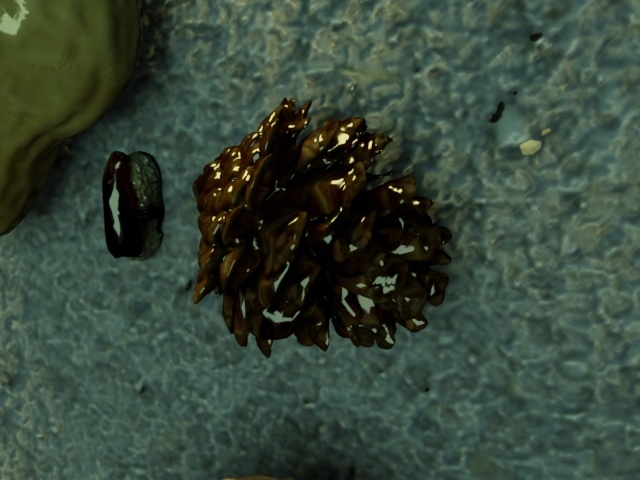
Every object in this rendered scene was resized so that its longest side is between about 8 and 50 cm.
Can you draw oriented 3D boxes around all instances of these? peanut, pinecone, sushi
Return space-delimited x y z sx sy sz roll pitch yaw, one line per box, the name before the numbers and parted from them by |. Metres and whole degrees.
peanut | -0.212 -0.123 0.639 0.159 0.143 0.291 37 112 23
pinecone | 0.000 0.000 0.574 0.174 0.173 0.173 3 99 21
sushi | -0.145 -0.024 0.680 0.044 0.046 0.083 1 99 22

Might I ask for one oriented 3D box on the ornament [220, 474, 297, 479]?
ornament | -0.039 0.283 0.579 0.260 0.225 0.259 -1 59 2
